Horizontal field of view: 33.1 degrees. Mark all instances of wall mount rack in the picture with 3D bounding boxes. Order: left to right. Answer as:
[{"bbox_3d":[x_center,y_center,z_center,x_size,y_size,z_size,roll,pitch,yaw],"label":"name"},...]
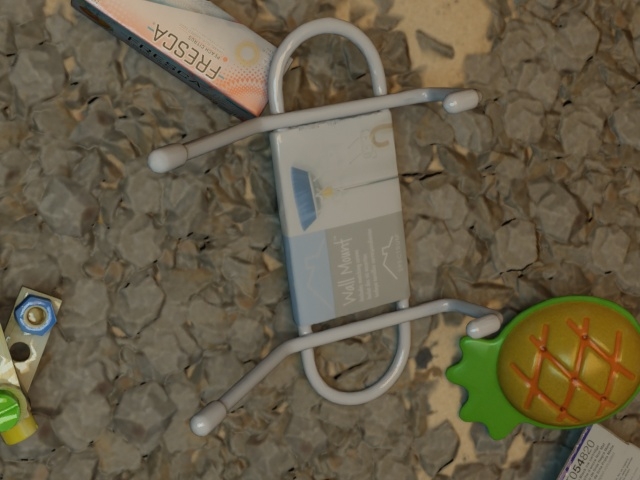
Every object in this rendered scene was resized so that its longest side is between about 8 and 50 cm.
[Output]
[{"bbox_3d":[0.000,0.000,0.882,0.304,0.130,0.350,-14,105,-25],"label":"wall mount rack"}]

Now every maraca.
[{"bbox_3d":[0.212,0.120,1.003,0.186,0.099,0.127,-18,95,10],"label":"maraca"}]

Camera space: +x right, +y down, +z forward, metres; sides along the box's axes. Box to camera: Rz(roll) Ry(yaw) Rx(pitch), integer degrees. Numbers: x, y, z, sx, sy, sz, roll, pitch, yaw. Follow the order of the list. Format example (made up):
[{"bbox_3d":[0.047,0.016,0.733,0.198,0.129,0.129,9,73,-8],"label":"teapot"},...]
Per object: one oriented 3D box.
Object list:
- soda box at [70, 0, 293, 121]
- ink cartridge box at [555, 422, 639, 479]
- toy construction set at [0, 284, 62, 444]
[{"bbox_3d":[-0.117,-0.176,0.911,0.183,0.058,0.063,33,82,-16],"label":"soda box"},{"bbox_3d":[0.285,0.318,1.052,0.224,0.045,0.223,35,81,-14],"label":"ink cartridge box"},{"bbox_3d":[-0.295,0.204,0.829,0.215,0.151,0.327,-5,82,-17],"label":"toy construction set"}]
